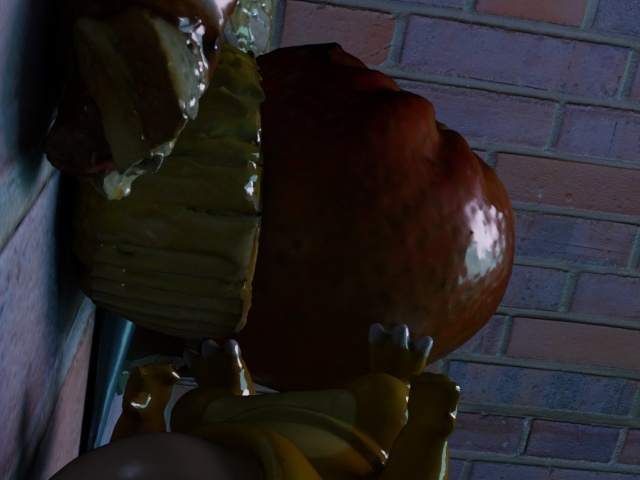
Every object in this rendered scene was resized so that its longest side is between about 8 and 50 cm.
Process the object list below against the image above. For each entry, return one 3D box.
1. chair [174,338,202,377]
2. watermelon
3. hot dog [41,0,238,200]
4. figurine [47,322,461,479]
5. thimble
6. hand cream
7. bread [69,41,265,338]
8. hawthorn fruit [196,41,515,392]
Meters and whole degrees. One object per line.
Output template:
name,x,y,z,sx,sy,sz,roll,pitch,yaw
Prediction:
chair,-0.195,0.138,1.392,0.186,0.160,0.319,96,-2,-57
watermelon,-0.204,0.118,1.071,0.155,0.080,0.101,-109,-145,-48
hot dog,-0.105,-0.126,0.531,0.146,0.103,0.213,-41,-151,51
figurine,-0.008,0.214,0.552,0.387,0.400,0.268,-70,170,-65
thimble,-0.130,-0.243,1.103,0.190,0.137,0.144,55,42,-77
hand cream,-0.195,0.099,0.883,0.083,0.048,0.224,-142,-117,-80
bread,-0.111,-0.045,0.719,0.253,0.142,0.228,-99,-163,-79
hawthorn fruit,0.000,0.000,1.023,0.403,0.402,0.403,-173,-90,-84
